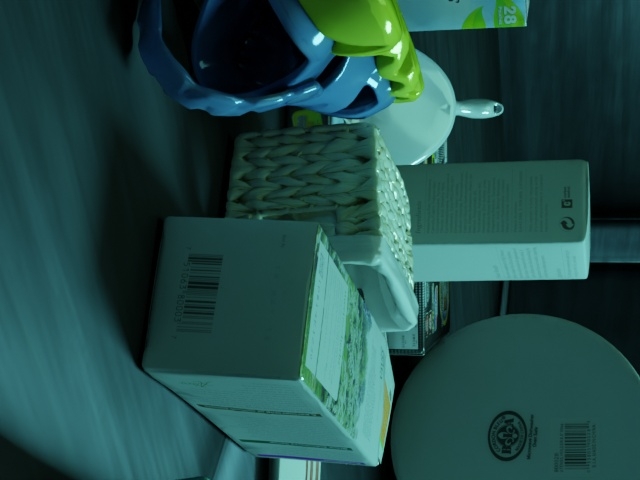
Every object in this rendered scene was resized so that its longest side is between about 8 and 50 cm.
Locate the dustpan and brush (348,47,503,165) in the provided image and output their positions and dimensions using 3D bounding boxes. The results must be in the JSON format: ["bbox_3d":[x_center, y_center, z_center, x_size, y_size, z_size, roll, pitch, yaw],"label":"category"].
[{"bbox_3d":[0.110,-0.135,1.294,0.060,0.211,0.147,-172,-100,-65],"label":"dustpan and brush"}]

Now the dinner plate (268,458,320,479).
[{"bbox_3d":[-0.021,0.180,0.989,0.141,0.017,0.141,0,90,-76],"label":"dinner plate"}]

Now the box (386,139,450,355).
[{"bbox_3d":[0.104,-0.017,1.432,0.216,0.060,0.270,-8,98,-76],"label":"box"}]

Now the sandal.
[{"bbox_3d":[-0.019,-0.129,0.765,0.317,0.138,0.126,14,53,-79],"label":"sandal"}]

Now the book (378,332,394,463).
[{"bbox_3d":[0.048,0.142,1.261,0.144,0.035,0.096,-65,149,-62],"label":"book"}]

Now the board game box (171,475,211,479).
[{"bbox_3d":[-0.033,0.290,0.674,0.336,0.079,0.254,54,30,-61],"label":"board game box"}]

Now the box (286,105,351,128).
[{"bbox_3d":[0.000,0.000,1.035,0.114,0.036,0.207,23,68,-76],"label":"box"}]

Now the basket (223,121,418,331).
[{"bbox_3d":[0.003,-0.004,0.889,0.167,0.113,0.103,59,30,-66],"label":"basket"}]

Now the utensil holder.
[{"bbox_3d":[0.266,0.306,1.589,0.385,0.327,0.328,62,30,-58],"label":"utensil holder"}]

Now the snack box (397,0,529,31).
[{"bbox_3d":[0.104,-0.302,1.175,0.070,0.174,0.207,-71,158,-57],"label":"snack box"}]

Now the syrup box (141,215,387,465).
[{"bbox_3d":[-0.024,0.071,0.797,0.237,0.096,0.093,61,34,-66],"label":"syrup box"}]

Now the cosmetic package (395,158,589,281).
[{"bbox_3d":[0.130,-0.016,1.166,0.117,0.231,0.086,58,34,-67],"label":"cosmetic package"}]

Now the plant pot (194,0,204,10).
[{"bbox_3d":[-0.053,-0.255,0.815,0.236,0.032,0.236,-1,90,-77],"label":"plant pot"}]
